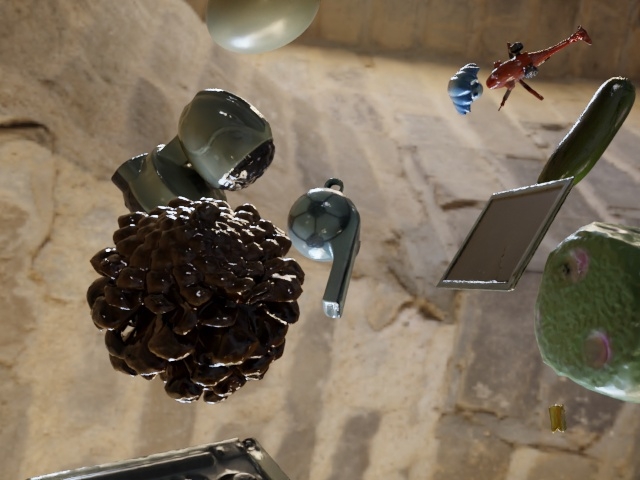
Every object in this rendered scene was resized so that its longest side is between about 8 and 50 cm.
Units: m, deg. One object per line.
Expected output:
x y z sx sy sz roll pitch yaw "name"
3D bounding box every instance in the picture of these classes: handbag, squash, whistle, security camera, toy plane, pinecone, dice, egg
0.534 0.398 1.865 0.083 0.027 0.061 11 -108 -67 "handbag"
0.515 -0.186 1.640 0.331 0.087 0.087 -52 0 -2 "squash"
0.000 0.000 1.666 0.163 0.164 0.289 98 -173 -67 "whistle"
-0.204 -0.139 1.486 0.277 0.191 0.197 -45 -6 22 "security camera"
0.392 -0.318 1.493 0.077 0.194 0.126 31 -129 -71 "toy plane"
-0.091 0.047 0.628 0.173 0.174 0.173 -175 90 -89 "pinecone"
0.667 0.148 1.746 0.318 0.322 0.330 -150 68 -63 "dice"
-0.111 -0.462 1.607 0.186 0.242 0.186 56 -173 -11 "egg"

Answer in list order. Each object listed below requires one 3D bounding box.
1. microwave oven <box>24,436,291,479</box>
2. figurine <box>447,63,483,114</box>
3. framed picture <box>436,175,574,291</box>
-0.048 0.229 0.393 0.194 0.240 0.145 10 -62 -53 "microwave oven"
0.311 -0.320 1.759 0.114 0.079 0.114 -163 90 -82 "figurine"
0.329 -0.003 1.507 0.231 0.018 0.293 -57 11 -10 "framed picture"
